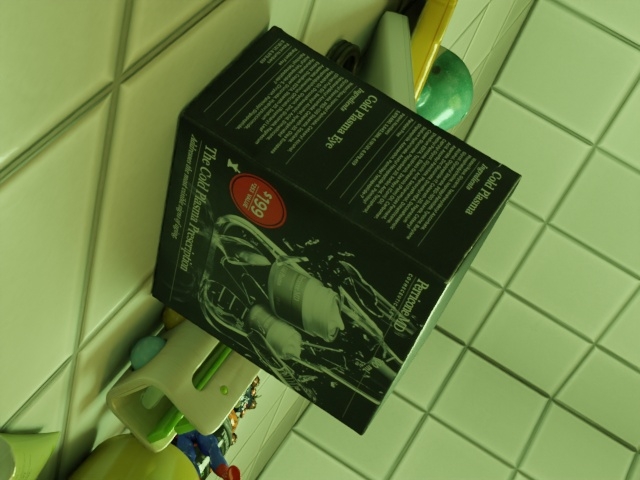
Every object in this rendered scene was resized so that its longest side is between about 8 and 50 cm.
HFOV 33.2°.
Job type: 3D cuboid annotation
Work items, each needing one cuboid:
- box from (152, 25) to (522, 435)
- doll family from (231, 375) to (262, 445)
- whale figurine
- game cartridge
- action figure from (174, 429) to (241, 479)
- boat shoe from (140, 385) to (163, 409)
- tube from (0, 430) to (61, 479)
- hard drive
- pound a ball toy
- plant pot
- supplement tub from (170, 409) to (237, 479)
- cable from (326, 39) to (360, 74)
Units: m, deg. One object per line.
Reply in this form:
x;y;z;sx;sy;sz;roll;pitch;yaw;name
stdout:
0.000;0.000;1.194;0.179;0.312;0.343;-52;169;-36;box
-0.168;0.325;2.140;0.193;0.076;0.111;-53;152;-4;doll family
0.181;-0.227;1.980;0.272;0.141;0.216;-56;171;-12;whale figurine
0.187;-0.359;1.686;0.285;0.052;0.324;-67;180;-47;game cartridge
-0.195;0.268;1.610;0.280;0.091;0.139;-143;-139;-66;action figure
-0.213;0.217;1.518;0.068;0.081;0.228;-30;-177;27;boat shoe
-0.312;0.229;1.095;0.070;0.062;0.240;-16;169;-7;tube
0.081;-0.129;1.542;0.233;0.047;0.353;113;-17;-46;hard drive
-0.116;0.104;1.391;0.208;0.136;0.319;-26;-161;43;pound a ball toy
-0.257;0.383;1.375;0.239;0.254;0.254;-72;-171;-63;plant pot
-0.223;0.343;1.769;0.190;0.117;0.117;-50;168;-45;supplement tub
-0.038;-0.141;1.442;0.139;0.072;0.287;5;105;-61;cable
